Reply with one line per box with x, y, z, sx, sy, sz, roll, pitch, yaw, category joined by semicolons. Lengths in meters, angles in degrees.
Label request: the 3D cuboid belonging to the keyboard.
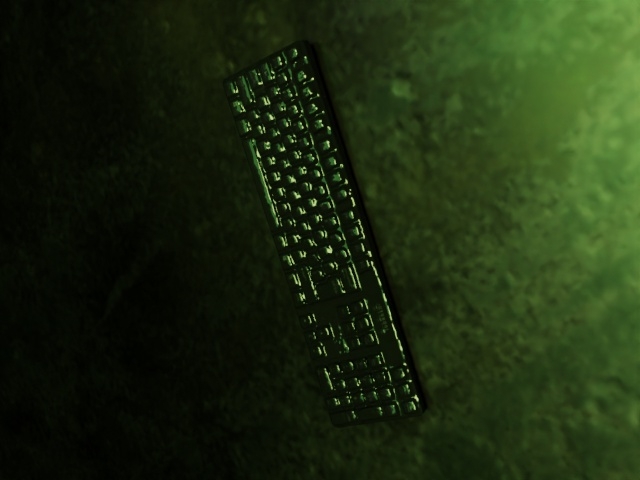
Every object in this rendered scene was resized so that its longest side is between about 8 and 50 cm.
0.000;0.000;0.447;0.061;0.013;0.204;-18;89;37;keyboard
